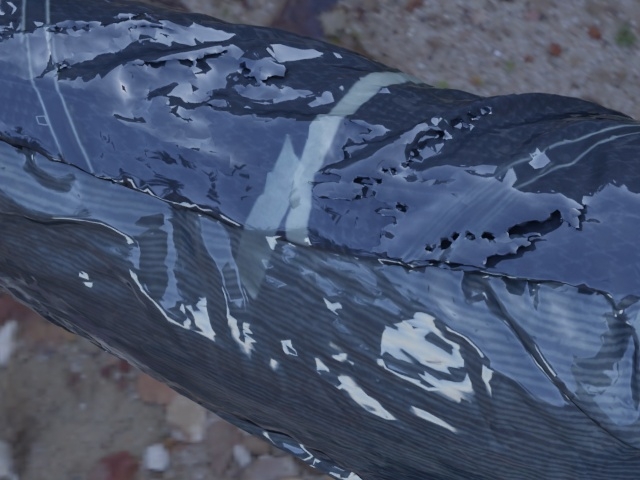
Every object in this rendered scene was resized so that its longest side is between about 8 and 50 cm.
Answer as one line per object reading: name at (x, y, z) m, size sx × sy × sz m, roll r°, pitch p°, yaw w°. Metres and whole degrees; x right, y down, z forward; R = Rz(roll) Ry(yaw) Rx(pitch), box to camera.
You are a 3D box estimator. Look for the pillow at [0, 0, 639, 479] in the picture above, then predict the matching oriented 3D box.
pillow at (0.000, 0.000, 0.423) m, size 0.335 × 0.161 × 0.093 m, roll 19°, pitch 62°, yaw 27°
